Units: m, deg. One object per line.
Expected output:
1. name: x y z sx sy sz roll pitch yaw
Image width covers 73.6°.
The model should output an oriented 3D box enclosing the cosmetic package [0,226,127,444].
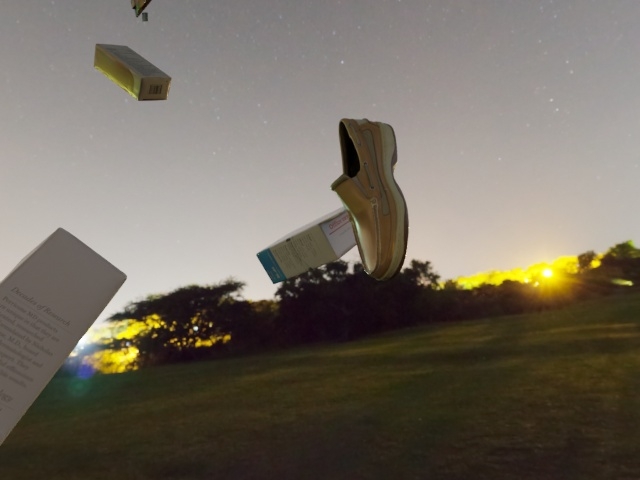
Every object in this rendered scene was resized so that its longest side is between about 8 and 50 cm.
1. cosmetic package: -0.285 0.106 0.366 0.117 0.231 0.085 -22 -56 38

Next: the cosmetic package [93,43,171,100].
1. cosmetic package: -0.305 -0.273 0.694 0.060 0.115 0.041 -28 -29 -53

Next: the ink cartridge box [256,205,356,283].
1. ink cartridge box: 0.000 0.000 0.660 0.180 0.060 0.104 -24 7 39

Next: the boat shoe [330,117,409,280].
1. boat shoe: 0.043 -0.049 0.456 0.072 0.189 0.068 10 -31 -24

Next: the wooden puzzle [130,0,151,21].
1. wooden puzzle: -0.220 -0.310 0.522 0.049 0.083 0.006 -13 -1 43
